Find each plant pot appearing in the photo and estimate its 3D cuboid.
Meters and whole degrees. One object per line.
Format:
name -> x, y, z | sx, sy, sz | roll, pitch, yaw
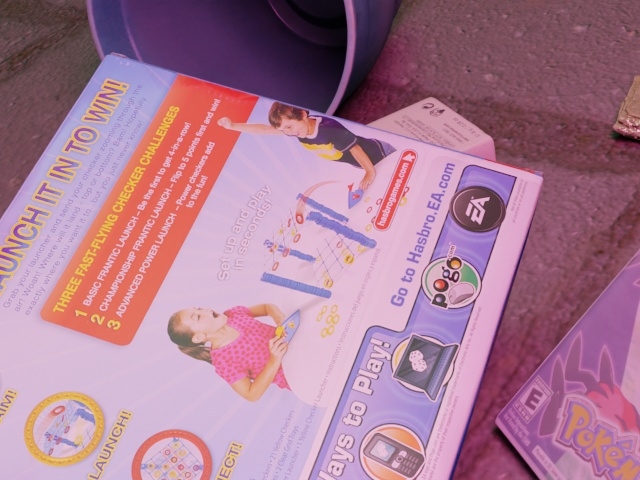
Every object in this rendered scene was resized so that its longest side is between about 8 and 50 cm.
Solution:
plant pot -> -0.041, -0.245, 1.023 | 0.271, 0.271, 0.255 | 7, 27, 25

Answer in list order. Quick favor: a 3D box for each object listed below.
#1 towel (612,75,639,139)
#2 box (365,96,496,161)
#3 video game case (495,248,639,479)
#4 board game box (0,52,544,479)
towel -> 0.337, -0.116, 0.912 | 0.148, 0.027, 0.110 | 8, 41, 28
box -> 0.000, 0.000, 0.797 | 0.275, 0.113, 0.094 | -24, 38, -15
video game case -> 0.208, 0.099, 0.584 | 0.183, 0.023, 0.201 | -53, 37, 13
board game box -> -0.054, 0.058, 0.630 | 0.302, 0.086, 0.308 | 17, 59, 12
